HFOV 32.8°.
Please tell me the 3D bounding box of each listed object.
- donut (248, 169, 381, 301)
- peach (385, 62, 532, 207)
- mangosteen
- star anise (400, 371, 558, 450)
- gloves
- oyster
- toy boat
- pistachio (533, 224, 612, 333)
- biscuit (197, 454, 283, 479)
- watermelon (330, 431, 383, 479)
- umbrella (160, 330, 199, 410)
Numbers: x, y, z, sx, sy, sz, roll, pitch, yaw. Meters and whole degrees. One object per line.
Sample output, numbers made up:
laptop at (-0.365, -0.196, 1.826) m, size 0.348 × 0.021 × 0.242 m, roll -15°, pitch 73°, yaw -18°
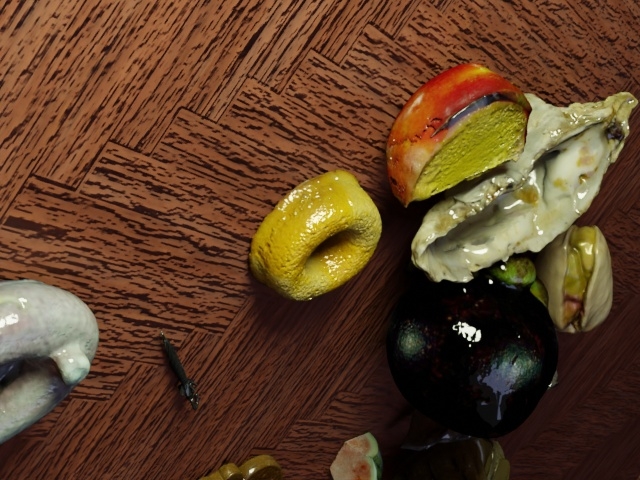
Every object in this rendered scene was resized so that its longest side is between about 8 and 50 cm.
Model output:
donut at (0.000, 0.000, 1.124) m, size 0.152 × 0.058 × 0.152 m, roll -29°, pitch 143°, yaw -25°
peach at (0.134, -0.113, 1.135) m, size 0.172 × 0.092 × 0.127 m, roll -37°, pitch 143°, yaw 3°
mangosteen at (0.188, 0.114, 1.340) m, size 0.243 × 0.243 × 0.243 m, roll -31°, pitch 144°, yaw -26°
star anise at (0.247, 0.224, 1.615) m, size 0.258 × 0.110 × 0.198 m, roll 4°, pitch 121°, yaw -45°
gloves at (0.198, 0.375, 1.688) m, size 0.154 × 0.141 × 0.331 m, roll -32°, pitch 165°, yaw 22°
oyster at (0.227, -0.071, 1.258) m, size 0.341 × 0.110 × 0.166 m, roll -50°, pitch 135°, yaw -13°
toy boat at (-0.279, 0.122, 0.885) m, size 0.227 × 0.085 × 0.155 m, roll -30°, pitch 143°, yaw -28°
pistachio at (0.363, 0.052, 1.576) m, size 0.200 × 0.117 × 0.145 m, roll 73°, pitch 25°, yaw -46°
biscuit at (-0.112, 0.316, 1.350) m, size 0.175 × 0.026 × 0.124 m, roll 15°, pitch 110°, yaw -56°
watermelon at (0.054, 0.313, 1.535) m, size 0.092 × 0.072 × 0.084 m, roll -93°, pitch -155°, yaw -81°
umbrella at (-0.145, 0.139, 1.128) m, size 0.148 × 0.022 × 0.022 m, roll 73°, pitch 21°, yaw -54°
